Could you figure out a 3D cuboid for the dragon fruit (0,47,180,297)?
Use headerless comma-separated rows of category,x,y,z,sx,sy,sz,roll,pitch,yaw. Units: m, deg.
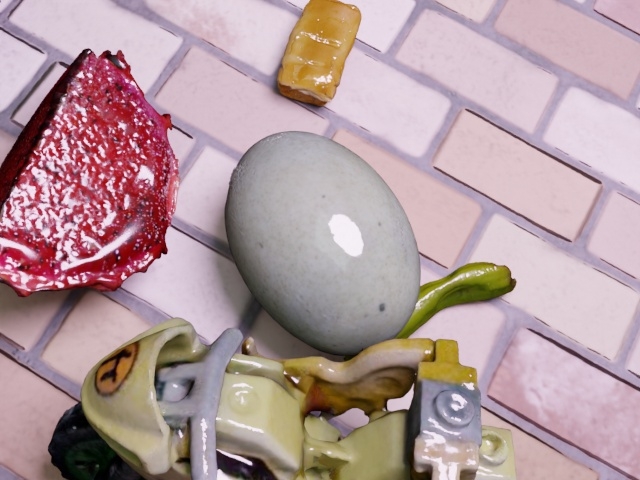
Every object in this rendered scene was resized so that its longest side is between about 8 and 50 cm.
dragon fruit,-0.246,-0.056,0.717,0.189,0.163,0.262,6,66,27

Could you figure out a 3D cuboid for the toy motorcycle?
toy motorcycle,-0.031,0.174,0.619,0.409,0.237,0.169,7,50,-4

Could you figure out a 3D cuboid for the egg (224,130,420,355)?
egg,0.000,0.000,0.701,0.169,0.169,0.237,-30,70,-13

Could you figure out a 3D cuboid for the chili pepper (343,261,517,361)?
chili pepper,0.111,0.075,0.752,0.201,0.052,0.050,-32,43,-12

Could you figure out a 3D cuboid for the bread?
bread,-0.001,-0.219,0.830,0.074,0.053,0.132,21,70,1
